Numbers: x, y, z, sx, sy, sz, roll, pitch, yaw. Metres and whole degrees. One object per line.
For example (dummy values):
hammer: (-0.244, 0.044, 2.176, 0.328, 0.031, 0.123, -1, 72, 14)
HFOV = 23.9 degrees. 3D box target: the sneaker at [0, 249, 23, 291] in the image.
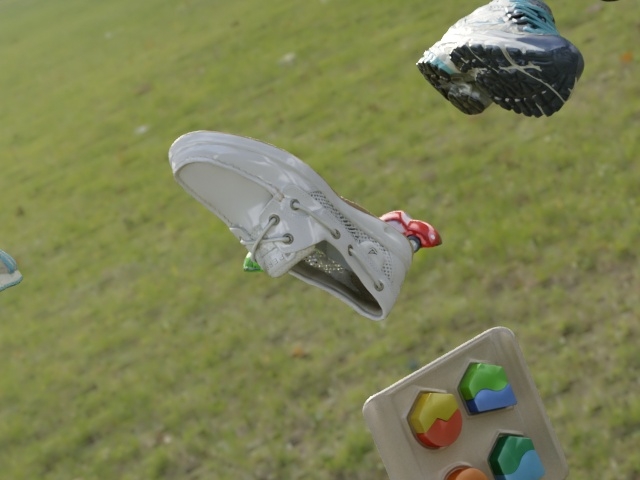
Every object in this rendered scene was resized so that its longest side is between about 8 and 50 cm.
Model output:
sneaker: (-0.359, 0.017, 1.521, 0.087, 0.092, 0.228, -23, 3, -8)

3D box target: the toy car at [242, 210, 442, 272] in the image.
toy car: (0.000, 0.000, 1.862, 0.225, 0.053, 0.239, -11, 6, -41)

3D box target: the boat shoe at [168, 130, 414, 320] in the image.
boat shoe: (-0.030, -0.010, 1.470, 0.098, 0.277, 0.096, -37, 31, 50)

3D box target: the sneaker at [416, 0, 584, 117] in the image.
sneaker: (0.193, -0.205, 1.540, 0.122, 0.110, 0.283, -53, 19, -7)

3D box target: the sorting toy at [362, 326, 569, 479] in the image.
sorting toy: (0.165, 0.217, 1.632, 0.208, 0.193, 0.038, -25, 5, -30)
